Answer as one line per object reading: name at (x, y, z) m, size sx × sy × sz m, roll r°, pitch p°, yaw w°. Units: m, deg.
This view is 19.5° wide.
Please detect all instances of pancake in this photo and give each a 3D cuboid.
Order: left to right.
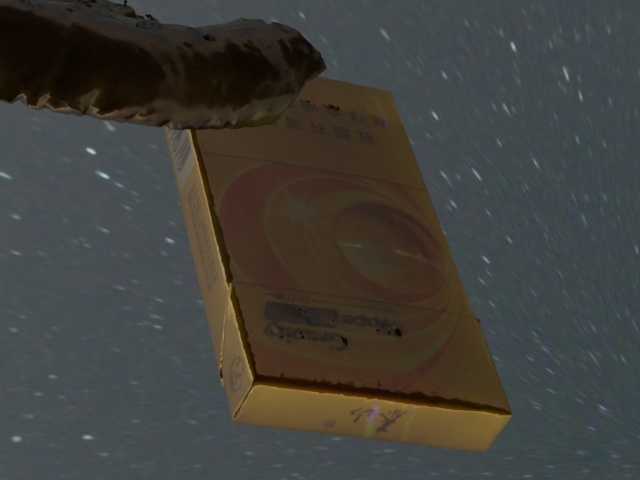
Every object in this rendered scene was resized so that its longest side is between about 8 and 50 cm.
pancake at (-0.180, -0.129, 0.894) m, size 0.377 × 0.197 × 0.054 m, roll 17°, pitch -69°, yaw -12°

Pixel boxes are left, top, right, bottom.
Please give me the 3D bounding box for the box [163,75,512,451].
box at (0.000, 0.000, 1.042) m, size 0.152 × 0.043 × 0.269 m, roll 9°, pitch -139°, yaw -23°
